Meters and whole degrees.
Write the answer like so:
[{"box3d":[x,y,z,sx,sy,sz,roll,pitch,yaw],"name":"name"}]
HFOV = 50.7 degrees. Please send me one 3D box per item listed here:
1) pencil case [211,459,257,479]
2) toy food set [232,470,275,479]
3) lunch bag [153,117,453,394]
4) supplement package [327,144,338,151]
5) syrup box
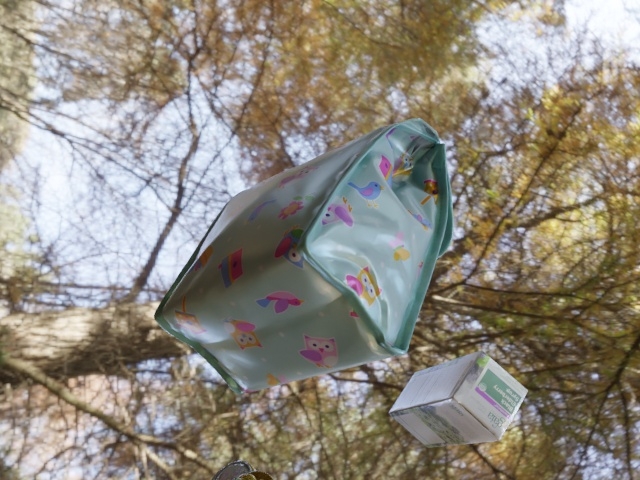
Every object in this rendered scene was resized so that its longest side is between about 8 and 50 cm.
[{"box3d":[-0.147,0.628,1.554,0.124,0.273,0.113,-25,-152,3],"name":"pencil case"},{"box3d":[-0.168,0.497,1.184,0.128,0.071,0.217,26,-103,48],"name":"toy food set"},{"box3d":[0.000,0.000,0.659,0.223,0.160,0.262,-24,-154,39],"name":"lunch bag"},{"box3d":[0.065,-0.053,1.097,0.179,0.105,0.105,30,-117,11],"name":"supplement package"},{"box3d":[0.210,0.256,1.068,0.093,0.096,0.237,41,-27,-1],"name":"syrup box"}]
